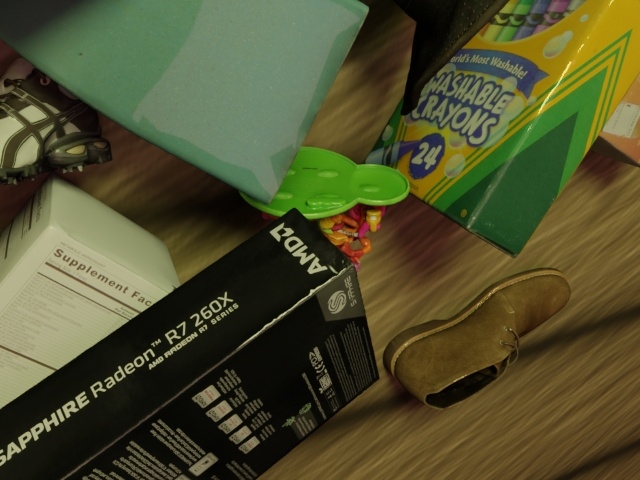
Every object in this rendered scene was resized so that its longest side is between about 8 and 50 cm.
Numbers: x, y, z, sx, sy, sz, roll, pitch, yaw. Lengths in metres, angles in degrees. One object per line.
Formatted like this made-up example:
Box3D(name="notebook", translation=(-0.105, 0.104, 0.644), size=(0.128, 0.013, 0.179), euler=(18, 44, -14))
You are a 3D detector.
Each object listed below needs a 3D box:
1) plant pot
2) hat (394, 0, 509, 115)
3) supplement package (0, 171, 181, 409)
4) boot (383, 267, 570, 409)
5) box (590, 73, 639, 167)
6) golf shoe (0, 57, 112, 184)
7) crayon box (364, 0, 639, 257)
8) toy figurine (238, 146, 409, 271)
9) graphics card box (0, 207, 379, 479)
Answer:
Box3D(name="plant pot", translation=(-0.121, -0.166, 0.444), size=(0.234, 0.166, 0.166), euler=(23, 103, -24))
Box3D(name="hat", translation=(0.089, -0.275, 0.432), size=(0.133, 0.331, 0.332), euler=(24, 103, -9))
Box3D(name="supplement package", translation=(-0.259, 0.085, 0.512), size=(0.244, 0.134, 0.139), euler=(-49, 124, 4))
Box3D(name="boot", translation=(0.248, 0.141, 0.791), size=(0.305, 0.115, 0.112), euler=(-25, 120, -13))
Box3D(name="box", translation=(0.368, -0.186, 0.702), size=(0.170, 0.091, 0.130), euler=(20, 104, -31))
Box3D(name="golf shoe", translation=(-0.240, -0.089, 0.424), size=(0.077, 0.198, 0.094), euler=(-3, 105, 10))
Box3D(name="crayon box", translation=(0.197, -0.171, 0.562), size=(0.083, 0.203, 0.323), euler=(25, 101, -32))
Box3D(name="toy figurine", translation=(0.000, 0.000, 0.606), size=(0.173, 0.130, 0.159), euler=(2, 128, -1))
Box3D(name="graphics card box", translation=(-0.120, 0.162, 0.502), size=(0.370, 0.094, 0.233), euler=(-35, 143, -13))
